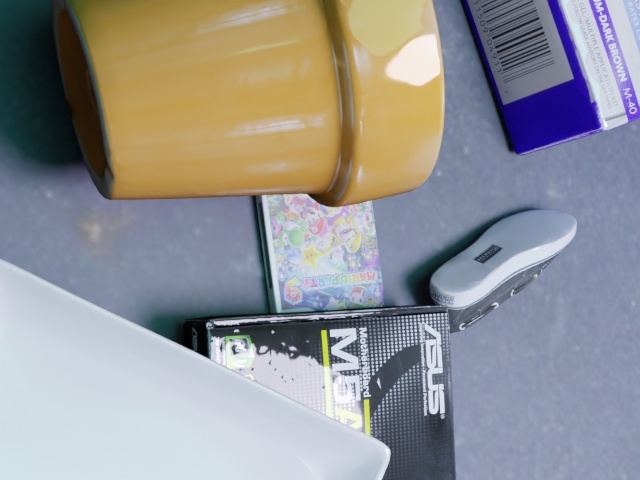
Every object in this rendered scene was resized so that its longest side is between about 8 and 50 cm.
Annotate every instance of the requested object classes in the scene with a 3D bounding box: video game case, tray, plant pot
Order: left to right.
[{"bbox_3d":[-0.105,0.130,0.842,0.270,0.030,0.145,27,82,-12],"label":"tray"},{"bbox_3d":[-0.053,-0.107,0.864,0.188,0.205,0.205,-15,91,-16],"label":"plant pot"},{"bbox_3d":[0.000,0.000,0.974,0.087,0.011,0.122,-5,86,-32],"label":"video game case"}]

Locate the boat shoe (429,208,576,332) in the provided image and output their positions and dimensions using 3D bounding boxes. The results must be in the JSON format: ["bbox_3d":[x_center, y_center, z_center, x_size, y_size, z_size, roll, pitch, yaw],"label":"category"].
[{"bbox_3d":[0.130,0.020,1.036,0.142,0.049,0.040,-29,131,-33],"label":"boat shoe"}]

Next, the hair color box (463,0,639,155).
[{"bbox_3d":[0.273,-0.203,1.117,0.339,0.110,0.185,-21,93,-34],"label":"hair color box"}]

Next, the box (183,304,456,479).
[{"bbox_3d":[0.004,0.139,0.932,0.184,0.045,0.191,-1,88,-29],"label":"box"}]
